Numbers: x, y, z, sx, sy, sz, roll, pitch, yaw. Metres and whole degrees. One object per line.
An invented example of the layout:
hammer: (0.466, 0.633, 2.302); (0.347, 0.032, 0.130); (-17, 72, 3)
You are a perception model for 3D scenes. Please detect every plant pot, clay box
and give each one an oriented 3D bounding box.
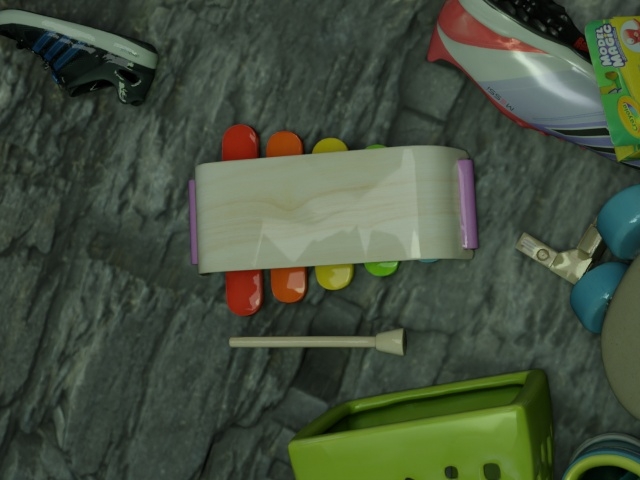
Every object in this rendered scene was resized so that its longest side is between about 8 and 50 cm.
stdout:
plant pot: (0.118, 0.253, 1.405); (0.228, 0.227, 0.207); (-12, 90, 15)
clay box: (0.342, -0.145, 1.375); (0.222, 0.053, 0.127); (-6, 76, -23)

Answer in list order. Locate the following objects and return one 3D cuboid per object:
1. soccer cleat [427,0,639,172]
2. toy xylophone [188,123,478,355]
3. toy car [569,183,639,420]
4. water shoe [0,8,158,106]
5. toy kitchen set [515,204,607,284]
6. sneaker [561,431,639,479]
soccer cleat: (0.250, -0.142, 1.459); (0.318, 0.108, 0.116); (38, 130, 5)
toy xylophone: (0.000, 0.000, 1.522); (0.323, 0.081, 0.236); (5, 88, 17)
toy car: (0.396, 0.067, 1.371); (0.238, 0.210, 0.219); (-11, 50, -18)
water shoe: (-0.281, -0.201, 1.622); (0.203, 0.073, 0.080); (16, 93, 17)
toy kitchen set: (0.246, -0.009, 1.457); (0.075, 0.068, 0.083); (32, 95, 16)
sneaker: (0.342, 0.300, 1.330); (0.319, 0.208, 0.127); (35, 97, 19)
